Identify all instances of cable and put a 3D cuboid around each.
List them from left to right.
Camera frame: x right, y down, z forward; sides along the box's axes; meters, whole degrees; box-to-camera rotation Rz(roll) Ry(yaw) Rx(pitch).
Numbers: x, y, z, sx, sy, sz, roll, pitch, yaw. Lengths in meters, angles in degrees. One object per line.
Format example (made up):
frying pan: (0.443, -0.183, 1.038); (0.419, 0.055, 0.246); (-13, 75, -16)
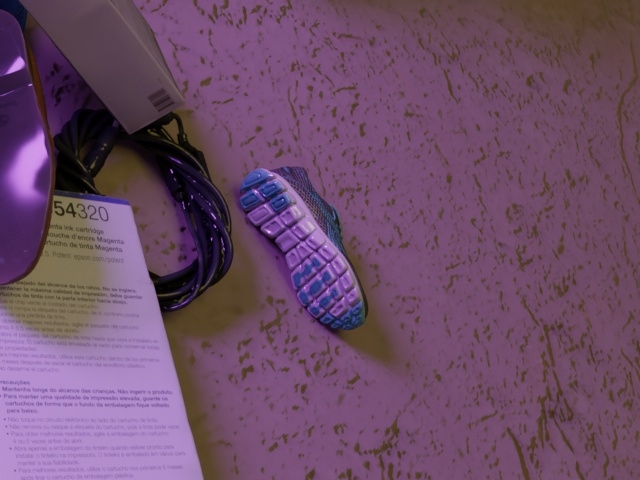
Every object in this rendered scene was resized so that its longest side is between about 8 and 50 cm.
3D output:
cable: (-0.144, -0.030, 1.239); (0.150, 0.047, 0.184); (4, 64, -44)

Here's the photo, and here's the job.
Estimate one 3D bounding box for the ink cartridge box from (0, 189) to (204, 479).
ink cartridge box: (-0.237, 0.111, 1.036); (0.324, 0.071, 0.330); (7, 55, -42)

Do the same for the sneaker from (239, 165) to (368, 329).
sneaker: (0.000, 0.000, 1.355); (0.166, 0.065, 0.076); (59, 36, 0)

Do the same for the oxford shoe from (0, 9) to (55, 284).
oxford shoe: (-0.218, -0.059, 1.087); (0.076, 0.076, 0.212); (67, 15, -63)

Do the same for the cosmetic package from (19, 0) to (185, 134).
cosmetic package: (-0.193, -0.191, 1.170); (0.239, 0.060, 0.099); (54, 9, -51)

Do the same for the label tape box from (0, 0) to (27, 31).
label tape box: (-0.333, -0.208, 1.081); (0.347, 0.115, 0.249); (72, 18, -51)
